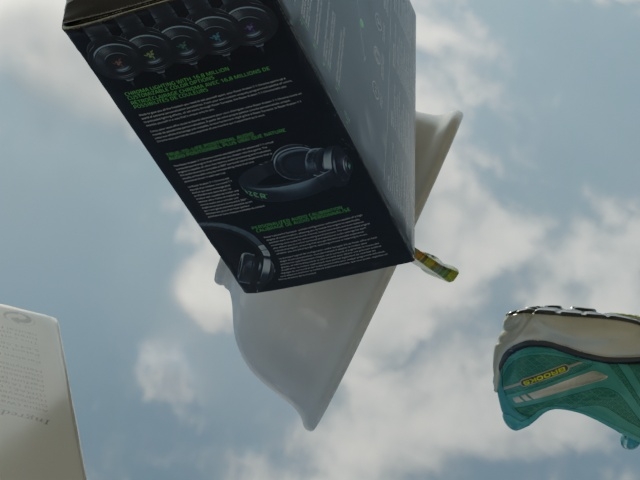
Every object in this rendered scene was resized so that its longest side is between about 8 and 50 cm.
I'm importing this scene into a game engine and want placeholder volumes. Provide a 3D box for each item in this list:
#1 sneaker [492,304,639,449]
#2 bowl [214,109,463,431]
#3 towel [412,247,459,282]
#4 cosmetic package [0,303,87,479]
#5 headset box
[{"bbox_3d":[0.272,0.114,1.164,0.275,0.107,0.110,5,-88,8],"label":"sneaker"},{"bbox_3d":[0.000,0.000,1.257,0.134,0.298,0.298,26,-130,3],"label":"bowl"},{"bbox_3d":[0.031,-0.034,1.456,0.237,0.102,0.021,35,-93,-12],"label":"towel"},{"bbox_3d":[-0.205,0.177,0.670,0.156,0.217,0.385,16,-168,-17],"label":"cosmetic package"},{"bbox_3d":[-0.040,-0.151,0.972,0.131,0.283,0.246,-12,-131,18],"label":"headset box"}]
